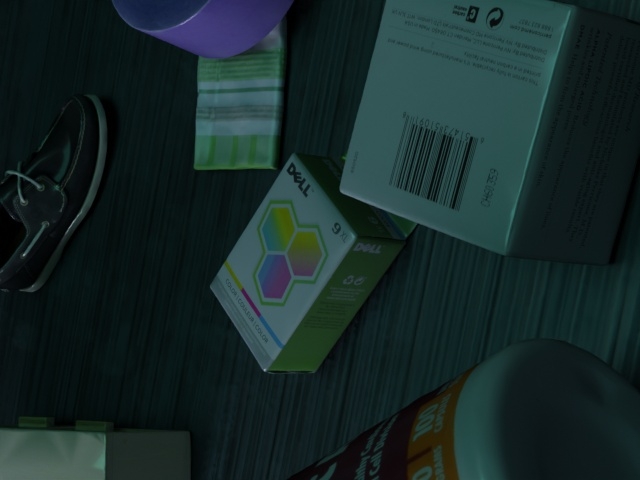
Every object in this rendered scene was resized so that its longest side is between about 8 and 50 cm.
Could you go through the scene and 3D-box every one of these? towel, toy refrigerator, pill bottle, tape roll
[{"bbox_3d":[-0.076,-0.140,1.507,0.113,0.023,0.152,1,87,47],"label":"towel"},{"bbox_3d":[-0.248,0.217,1.595,0.270,0.102,0.094,-5,82,46],"label":"toy refrigerator"},{"bbox_3d":[0.061,0.248,1.184,0.392,0.224,0.224,-37,61,37],"label":"pill bottle"},{"bbox_3d":[-0.100,-0.262,1.482,0.189,0.080,0.189,-17,65,40],"label":"tape roll"}]

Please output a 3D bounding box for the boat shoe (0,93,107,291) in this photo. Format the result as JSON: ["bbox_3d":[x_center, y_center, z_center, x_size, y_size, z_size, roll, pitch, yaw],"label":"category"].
[{"bbox_3d":[-0.284,-0.046,1.676,0.084,0.079,0.233,49,119,39],"label":"boat shoe"}]

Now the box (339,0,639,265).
[{"bbox_3d":[0.132,-0.092,1.217,0.181,0.119,0.181,23,102,45],"label":"box"}]

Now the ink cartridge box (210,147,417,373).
[{"bbox_3d":[0.000,0.000,1.386,0.209,0.062,0.109,-56,50,26],"label":"ink cartridge box"}]
